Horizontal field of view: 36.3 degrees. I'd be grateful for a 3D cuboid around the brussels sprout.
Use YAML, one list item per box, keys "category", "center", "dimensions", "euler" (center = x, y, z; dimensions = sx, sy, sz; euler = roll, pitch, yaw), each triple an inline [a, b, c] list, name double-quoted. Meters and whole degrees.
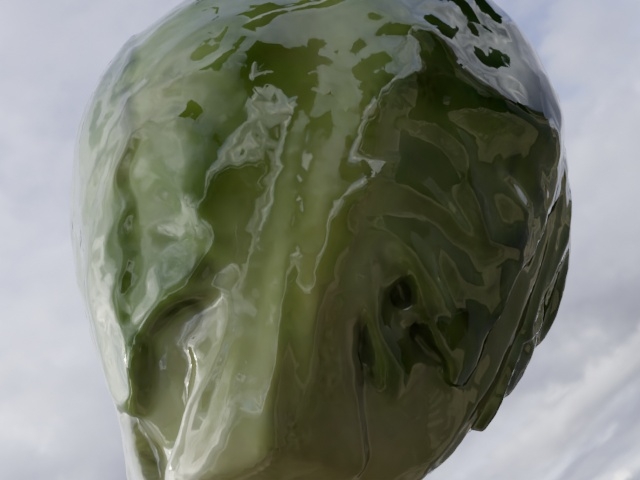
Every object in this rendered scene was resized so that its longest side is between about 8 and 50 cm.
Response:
- category: "brussels sprout"
  center: [0.000, 0.000, 0.426]
  dimensions: [0.210, 0.271, 0.219]
  euler: [-4, -39, 21]
